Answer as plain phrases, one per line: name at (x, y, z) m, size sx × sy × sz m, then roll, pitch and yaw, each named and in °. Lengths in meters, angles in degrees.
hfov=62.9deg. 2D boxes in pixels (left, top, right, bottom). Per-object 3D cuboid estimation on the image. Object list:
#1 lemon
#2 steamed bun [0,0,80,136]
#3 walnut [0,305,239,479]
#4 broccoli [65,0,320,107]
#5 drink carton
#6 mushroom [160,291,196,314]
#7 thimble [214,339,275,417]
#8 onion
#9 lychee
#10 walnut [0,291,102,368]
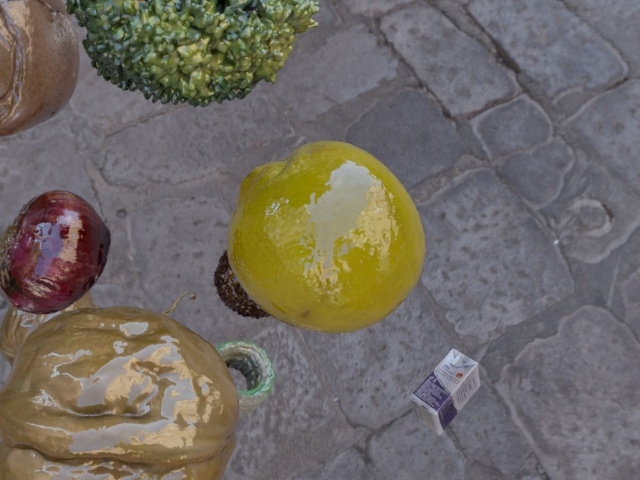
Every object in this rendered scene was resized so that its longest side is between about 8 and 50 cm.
lemon at (0.012, -0.001, 0.900) m, size 0.348 × 0.348 × 0.348 m, roll 1°, pitch 61°, yaw -1°
steamed bun at (-0.529, -0.347, 0.908) m, size 0.199 × 0.301 × 0.251 m, roll -15°, pitch 20°, yaw -12°
walnut at (-0.140, 0.125, 0.369) m, size 0.167 × 0.149 × 0.166 m, roll 2°, pitch 81°, yaw -16°
broccoli at (-0.132, -0.276, 0.587) m, size 0.260 × 0.235 × 0.288 m, roll -31°, pitch 52°, yaw 16°
drink carton at (0.389, 0.462, 1.608) m, size 0.222 × 0.134 × 0.102 m, roll -41°, pitch 43°, yaw -21°
mushroom at (-0.400, 0.176, 1.456) m, size 0.028 × 0.286 × 0.026 m, roll 30°, pitch 96°, yaw 2°
thimble at (-0.256, 0.411, 1.555) m, size 0.219 × 0.150 × 0.219 m, roll 22°, pitch 42°, yaw -21°
onion at (-0.511, 0.026, 1.006) m, size 0.246 × 0.190 × 0.246 m, roll -27°, pitch 45°, yaw 31°
lychee at (-0.178, 0.114, 1.602) m, size 0.267 × 0.267 × 0.267 m, roll 1°, pitch 61°, yaw -1°
walnut at (-0.753, 0.253, 1.473) m, size 0.285 × 0.296 × 0.285 m, roll -2°, pitch 27°, yaw 1°
